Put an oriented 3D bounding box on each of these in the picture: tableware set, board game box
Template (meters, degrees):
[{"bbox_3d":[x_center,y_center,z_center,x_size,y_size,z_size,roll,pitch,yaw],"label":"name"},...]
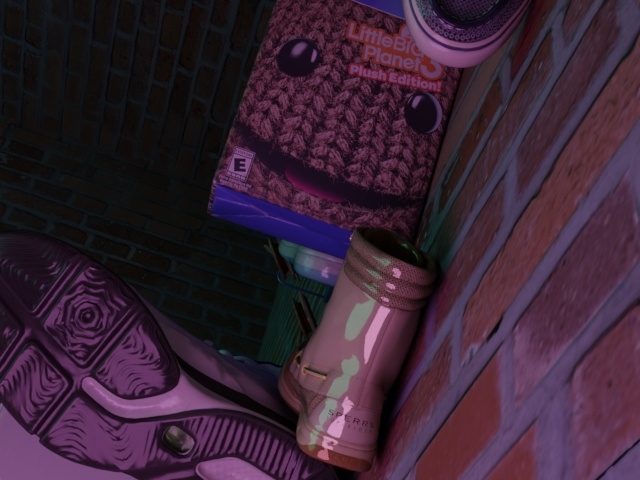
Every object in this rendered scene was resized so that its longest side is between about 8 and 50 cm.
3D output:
[{"bbox_3d":[-0.051,0.080,1.464,0.128,0.039,0.194,70,179,-81],"label":"tableware set"},{"bbox_3d":[0.022,-0.142,1.060,0.141,0.232,0.290,128,160,-74],"label":"board game box"}]

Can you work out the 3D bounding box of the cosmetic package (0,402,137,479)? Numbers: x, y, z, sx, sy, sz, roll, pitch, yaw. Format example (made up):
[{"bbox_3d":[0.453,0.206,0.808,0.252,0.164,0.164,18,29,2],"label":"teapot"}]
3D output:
[{"bbox_3d":[-0.259,0.431,1.111,0.329,0.394,0.327,115,172,-51],"label":"cosmetic package"}]

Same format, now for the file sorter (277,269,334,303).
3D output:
[{"bbox_3d":[0.000,0.000,1.572,0.118,0.105,0.170,-78,8,-50],"label":"file sorter"}]

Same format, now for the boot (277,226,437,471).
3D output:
[{"bbox_3d":[0.033,0.085,0.872,0.262,0.095,0.203,-117,45,-81],"label":"boot"}]

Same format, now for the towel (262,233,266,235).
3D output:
[{"bbox_3d":[0.020,-0.132,1.434,0.285,0.034,0.209,-40,9,22],"label":"towel"}]

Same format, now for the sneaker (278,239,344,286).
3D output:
[{"bbox_3d":[0.032,-0.048,1.288,0.319,0.127,0.208,-145,73,-77],"label":"sneaker"}]

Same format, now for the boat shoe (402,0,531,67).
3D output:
[{"bbox_3d":[0.161,-0.325,0.753,0.158,0.127,0.340,94,-166,-77],"label":"boat shoe"}]

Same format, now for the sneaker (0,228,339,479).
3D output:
[{"bbox_3d":[-0.170,0.156,0.965,0.169,0.447,0.257,-52,-2,2],"label":"sneaker"}]
